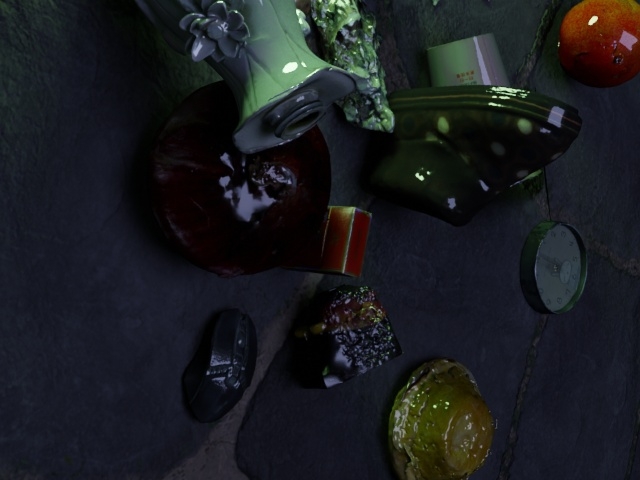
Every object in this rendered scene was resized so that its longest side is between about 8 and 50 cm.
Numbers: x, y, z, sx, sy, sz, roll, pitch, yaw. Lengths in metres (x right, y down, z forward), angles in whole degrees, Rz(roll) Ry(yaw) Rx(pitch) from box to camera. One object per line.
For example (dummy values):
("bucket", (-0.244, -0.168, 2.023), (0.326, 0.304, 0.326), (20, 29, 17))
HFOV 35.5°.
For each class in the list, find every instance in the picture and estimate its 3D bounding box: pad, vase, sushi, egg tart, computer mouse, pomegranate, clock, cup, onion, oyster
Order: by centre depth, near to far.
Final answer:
("vase", (-0.128, -0.344, 1.385), (0.250, 0.250, 0.445), (-19, 75, -41))
("onion", (-0.106, -0.097, 1.517), (0.314, 0.232, 0.313), (-1, 92, -42))
("computer mouse", (-0.153, 0.204, 1.610), (0.106, 0.062, 0.192), (33, 72, -40))
("sushi", (0.040, 0.156, 1.736), (0.172, 0.153, 0.150), (-19, 88, -19))
("oyster", (0.054, -0.330, 1.767), (0.199, 0.087, 0.252), (22, 69, -36))
("cup", (0.303, -0.245, 1.936), (0.203, 0.203, 0.288), (-22, 101, -40))
("egg tart", (0.253, 0.375, 1.966), (0.295, 0.116, 0.294), (-5, 98, -41))
("pad", (0.475, -0.217, 2.032), (0.375, 0.063, 0.314), (-55, 136, -72))
("pomegranate", (0.625, -0.448, 2.198), (0.210, 0.210, 0.235), (40, 55, -37))
("clock", (0.529, 0.061, 2.252), (0.215, 0.042, 0.214), (-4, 96, -42))

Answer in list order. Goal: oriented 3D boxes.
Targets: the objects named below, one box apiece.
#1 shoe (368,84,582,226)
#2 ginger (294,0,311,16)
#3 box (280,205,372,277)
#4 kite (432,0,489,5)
("shoe", (0.259, -0.142, 1.755), (0.171, 0.384, 0.237), (15, 83, -53))
("ginger", (-0.057, -0.385, 1.650), (0.104, 0.080, 0.204), (46, 64, -50))
("box", (-0.001, 0.000, 1.661), (0.048, 0.175, 0.112), (17, 80, -43))
("kite", (0.283, -0.557, 2.004), (0.229, 0.012, 0.250), (46, 64, -34))
